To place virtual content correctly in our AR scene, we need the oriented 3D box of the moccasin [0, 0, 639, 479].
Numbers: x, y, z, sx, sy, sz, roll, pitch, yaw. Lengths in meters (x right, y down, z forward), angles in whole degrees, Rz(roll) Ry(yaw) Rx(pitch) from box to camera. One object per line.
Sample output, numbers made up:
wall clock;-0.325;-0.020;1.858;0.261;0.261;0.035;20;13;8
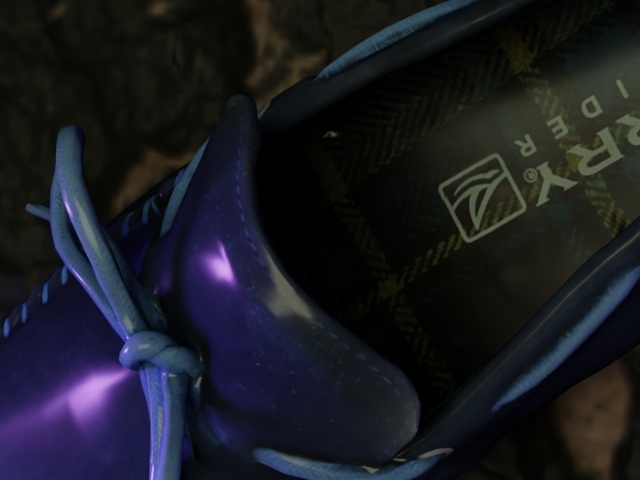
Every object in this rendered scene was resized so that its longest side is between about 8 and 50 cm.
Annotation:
moccasin;0.000;0.000;0.481;0.342;0.117;0.138;-39;73;12
